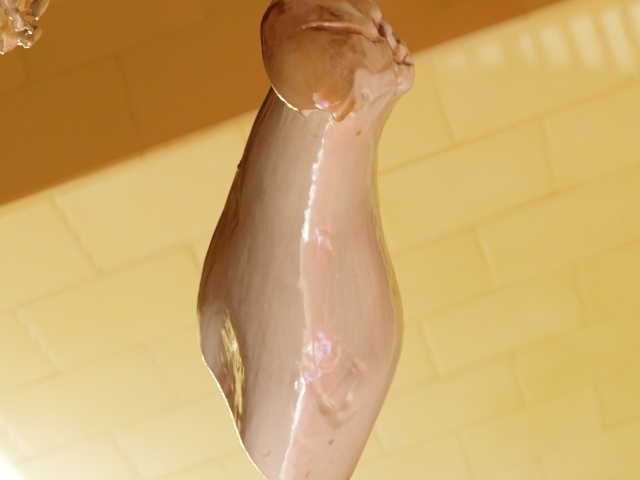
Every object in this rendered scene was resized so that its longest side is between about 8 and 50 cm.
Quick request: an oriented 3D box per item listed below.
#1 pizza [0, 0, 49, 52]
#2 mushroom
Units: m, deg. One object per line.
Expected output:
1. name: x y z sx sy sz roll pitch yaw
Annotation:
1. pizza: -0.182 -0.264 0.978 0.189 0.071 0.297 -86 176 -67
2. mushroom: 0.000 0.000 0.712 0.116 0.093 0.225 -101 -160 -65
